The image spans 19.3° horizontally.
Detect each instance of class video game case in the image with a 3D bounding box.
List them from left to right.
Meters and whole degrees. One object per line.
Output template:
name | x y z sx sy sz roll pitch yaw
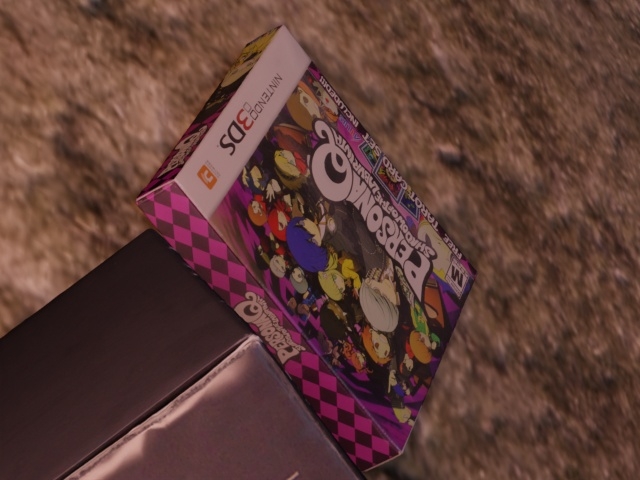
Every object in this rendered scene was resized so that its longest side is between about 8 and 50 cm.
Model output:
video game case | 0.000 0.000 1.226 0.232 0.042 0.210 51 35 -16

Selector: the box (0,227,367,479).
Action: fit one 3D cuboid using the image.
box | -0.031 0.182 0.764 0.312 0.179 0.343 53 -5 -12
